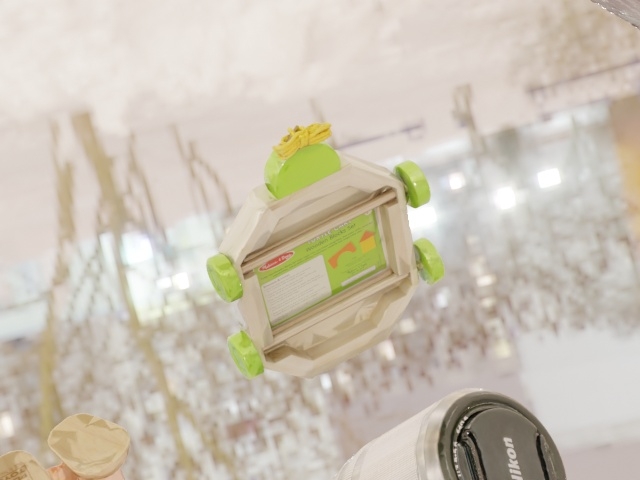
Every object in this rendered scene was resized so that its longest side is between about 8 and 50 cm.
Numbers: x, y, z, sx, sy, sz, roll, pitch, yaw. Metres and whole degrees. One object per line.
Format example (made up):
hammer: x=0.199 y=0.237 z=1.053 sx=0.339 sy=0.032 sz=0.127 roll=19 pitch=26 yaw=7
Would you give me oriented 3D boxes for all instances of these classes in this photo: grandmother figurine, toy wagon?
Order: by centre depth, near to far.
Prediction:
grandmother figurine: x=-0.181 y=0.308 z=1.462 sx=0.208 sy=0.342 sz=0.104 roll=-24 pitch=-141 yaw=-8
toy wagon: x=0.000 y=0.000 z=1.948 sx=0.267 sy=0.344 sz=0.068 roll=-27 pitch=-139 yaw=-17

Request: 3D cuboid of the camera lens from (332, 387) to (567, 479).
camera lens: x=0.156 y=0.324 z=2.175 sx=0.219 sy=0.219 sz=0.274 roll=-16 pitch=165 yaw=-43

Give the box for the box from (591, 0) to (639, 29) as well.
box: x=0.262 y=-0.178 z=0.925 sx=0.203 sy=0.167 sz=0.168 roll=23 pitch=-175 yaw=29
